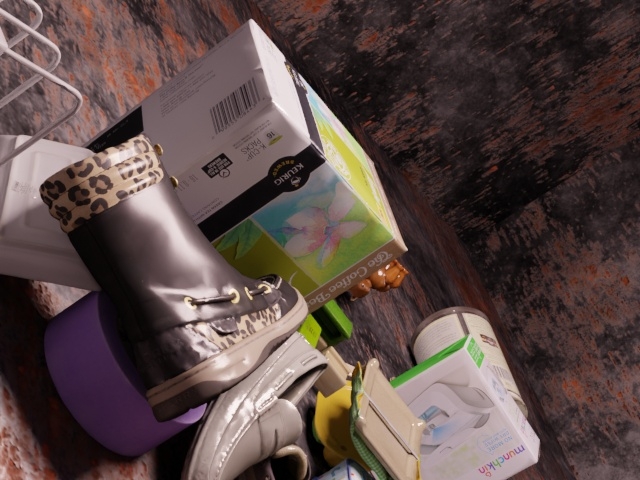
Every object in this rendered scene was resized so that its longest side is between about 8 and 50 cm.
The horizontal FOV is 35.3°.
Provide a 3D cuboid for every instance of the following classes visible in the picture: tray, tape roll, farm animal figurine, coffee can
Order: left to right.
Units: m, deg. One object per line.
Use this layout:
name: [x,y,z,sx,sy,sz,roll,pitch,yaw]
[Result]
tray: [-0.317,-0.047,1.167,0.145,0.030,0.270,11,34,-18]
tape roll: [-0.217,0.142,1.139,0.189,0.080,0.189,50,16,-20]
farm animal figurine: [0.000,0.000,2.000,0.330,0.172,0.327,47,4,-8]
coffee can: [0.334,0.316,2.296,0.201,0.201,0.275,46,19,-36]

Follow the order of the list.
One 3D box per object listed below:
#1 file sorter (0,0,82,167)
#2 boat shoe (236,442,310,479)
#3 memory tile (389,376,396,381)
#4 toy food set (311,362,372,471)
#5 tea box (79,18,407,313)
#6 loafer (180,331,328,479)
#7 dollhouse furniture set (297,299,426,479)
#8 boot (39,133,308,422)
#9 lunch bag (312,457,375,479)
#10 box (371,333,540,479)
file sorter: [-0.411,-0.234,1.094,0.278,0.192,0.173,63,13,21]
boat shoe: [-0.058,0.296,1.296,0.103,0.092,0.285,49,17,-29]
memory tile: [0.193,0.362,2.120,0.148,0.012,0.113,49,16,-24]
toy food set: [0.043,0.298,1.631,0.128,0.071,0.218,21,32,-7]
tea box: [-0.115,-0.054,1.384,0.323,0.329,0.220,44,19,-38]
loafer: [-0.077,0.217,1.229,0.111,0.112,0.319,24,38,6]
dollhouse furniture set: [0.014,0.252,1.513,0.302,0.151,0.197,53,20,-11]
boot: [-0.158,0.021,1.153,0.284,0.138,0.377,59,20,-4]
lunch bag: [0.063,0.431,1.407,0.176,0.090,0.219,49,15,-24]
box: [0.209,0.332,1.747,0.231,0.262,0.127,58,15,2]
